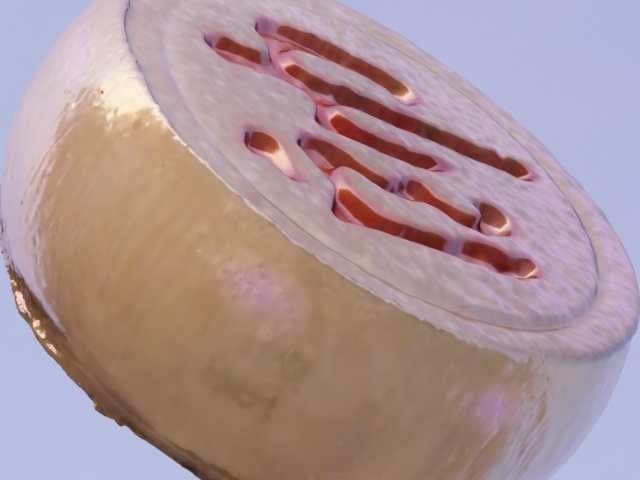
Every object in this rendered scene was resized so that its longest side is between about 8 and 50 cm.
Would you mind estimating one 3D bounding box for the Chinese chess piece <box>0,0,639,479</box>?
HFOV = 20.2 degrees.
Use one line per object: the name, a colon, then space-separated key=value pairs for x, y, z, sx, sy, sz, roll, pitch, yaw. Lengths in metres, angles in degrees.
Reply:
Chinese chess piece: x=0.000 y=0.000 z=0.741 sx=0.270 sy=0.270 sz=0.112 roll=34 pitch=-64 yaw=-3
